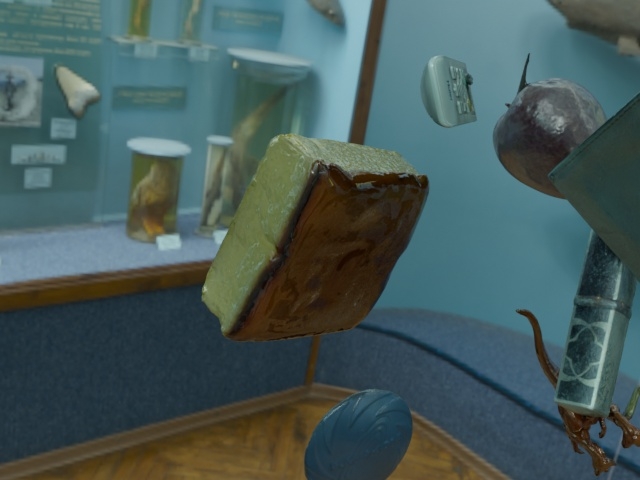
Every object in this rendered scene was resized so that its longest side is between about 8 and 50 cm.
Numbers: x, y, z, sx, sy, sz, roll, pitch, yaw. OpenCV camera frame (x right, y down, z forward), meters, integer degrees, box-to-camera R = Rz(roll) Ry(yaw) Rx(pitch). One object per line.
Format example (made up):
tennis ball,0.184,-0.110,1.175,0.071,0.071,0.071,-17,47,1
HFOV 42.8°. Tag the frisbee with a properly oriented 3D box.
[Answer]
frisbee,0.096,0.470,1.836,0.290,0.289,0.049,-2,22,-30

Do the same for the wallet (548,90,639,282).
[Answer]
wallet,0.487,-0.054,1.130,0.054,0.251,0.290,-33,80,-37

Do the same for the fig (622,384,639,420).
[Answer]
fig,0.734,0.321,1.658,0.186,0.147,0.142,23,13,20

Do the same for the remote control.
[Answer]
remote control,0.203,-0.229,1.274,0.051,0.103,0.293,-10,6,21

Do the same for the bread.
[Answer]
bread,0.000,0.000,1.334,0.333,0.323,0.143,0,33,-50

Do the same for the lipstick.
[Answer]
lipstick,0.434,0.128,1.270,0.077,0.289,0.076,6,-14,41

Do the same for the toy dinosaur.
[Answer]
toy dinosaur,0.452,0.282,1.392,0.097,0.432,0.208,-31,47,-3

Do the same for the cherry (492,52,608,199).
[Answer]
cherry,0.404,-0.180,1.428,0.184,0.266,0.213,-33,-8,-4
